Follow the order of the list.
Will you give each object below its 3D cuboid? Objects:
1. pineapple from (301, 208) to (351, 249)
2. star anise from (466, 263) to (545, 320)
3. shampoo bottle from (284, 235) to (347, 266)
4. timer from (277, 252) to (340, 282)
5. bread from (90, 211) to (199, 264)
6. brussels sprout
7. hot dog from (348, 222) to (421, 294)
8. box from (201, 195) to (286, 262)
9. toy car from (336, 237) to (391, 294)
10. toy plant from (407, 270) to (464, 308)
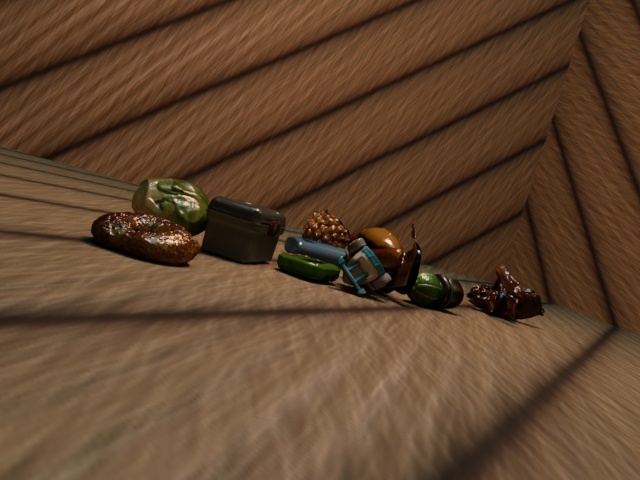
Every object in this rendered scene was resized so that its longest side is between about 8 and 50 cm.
[{"bbox_3d":[-0.002,0.001,2.088,0.161,0.137,0.176,5,-46,46],"label":"pineapple"},{"bbox_3d":[0.561,0.165,1.900,0.237,0.148,0.346,15,-7,19],"label":"star anise"},{"bbox_3d":[0.020,0.043,1.958,0.258,0.061,0.104,15,5,-30],"label":"shampoo bottle"},{"bbox_3d":[-0.028,0.064,1.485,0.128,0.047,0.140,17,3,31],"label":"timer"},{"bbox_3d":[-0.311,-0.007,1.132,0.193,0.064,0.193,16,7,-2],"label":"bread"},{"bbox_3d":[-0.345,-0.074,1.468,0.181,0.144,0.161,28,33,-27],"label":"brussels sprout"},{"bbox_3d":[0.146,0.032,1.632,0.107,0.194,0.326,22,-11,-16],"label":"hot dog"},{"bbox_3d":[-0.178,-0.024,1.472,0.148,0.129,0.210,18,4,15],"label":"box"},{"bbox_3d":[0.081,0.076,1.492,0.126,0.098,0.161,57,-22,3],"label":"toy car"},{"bbox_3d":[0.285,0.126,1.621,0.162,0.093,0.093,15,4,-28],"label":"toy plant"}]
